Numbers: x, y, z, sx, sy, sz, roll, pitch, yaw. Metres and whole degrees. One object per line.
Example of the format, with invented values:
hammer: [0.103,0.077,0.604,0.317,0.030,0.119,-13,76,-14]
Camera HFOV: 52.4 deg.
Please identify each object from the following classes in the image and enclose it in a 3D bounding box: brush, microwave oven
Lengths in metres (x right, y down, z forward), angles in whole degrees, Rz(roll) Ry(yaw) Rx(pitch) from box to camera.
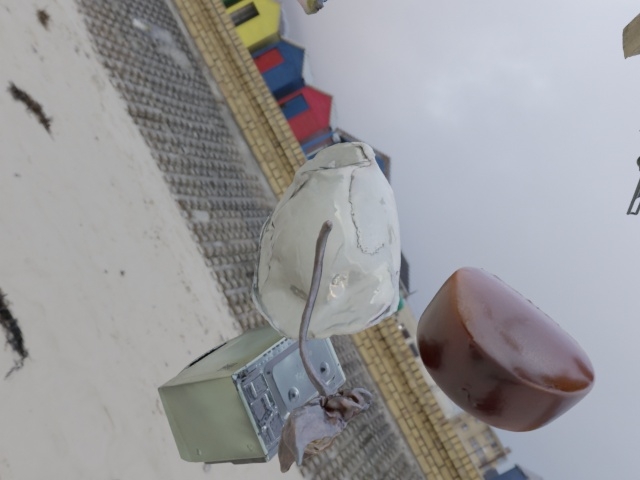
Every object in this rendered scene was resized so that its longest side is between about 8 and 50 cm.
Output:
brush: [0.678,-0.108,1.364,0.266,0.062,0.027,60,36,-61]
microwave oven: [-0.173,0.399,1.735,0.394,0.333,0.247,-28,100,-54]

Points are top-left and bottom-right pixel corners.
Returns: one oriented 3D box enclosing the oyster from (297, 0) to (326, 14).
oyster: [-0.027,-0.464,1.085,0.198,0.092,0.259,23,-12,-4]

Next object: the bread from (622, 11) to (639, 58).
bread: [0.680,-0.418,1.283,0.152,0.105,0.077,90,5,-84]

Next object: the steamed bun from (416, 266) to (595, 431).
steamed bun: [0.388,0.254,1.438,0.379,0.248,0.235,42,-47,13]

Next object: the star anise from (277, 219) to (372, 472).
star anise: [-0.021,0.126,0.754,0.227,0.219,0.148,58,16,20]

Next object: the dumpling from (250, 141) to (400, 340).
dumpling: [-0.001,-0.003,1.043,0.181,0.260,0.340,21,53,-65]
